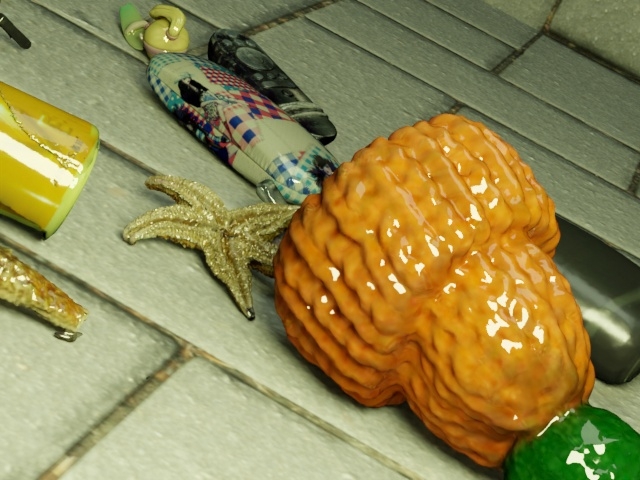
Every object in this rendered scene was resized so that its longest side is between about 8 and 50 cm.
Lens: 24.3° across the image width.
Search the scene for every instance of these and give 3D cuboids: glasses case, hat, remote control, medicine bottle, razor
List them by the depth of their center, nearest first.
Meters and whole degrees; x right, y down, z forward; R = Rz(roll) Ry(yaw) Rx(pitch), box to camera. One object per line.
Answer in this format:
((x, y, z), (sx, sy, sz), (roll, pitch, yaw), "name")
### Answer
((0.137, 0.100, 1.344), (0.285, 0.285, 0.400), (6, 40, -43), "hat")
((-0.332, -0.102, 1.384), (0.239, 0.124, 0.124), (26, 20, -18), "medicine bottle")
((0.275, 0.040, 1.805), (0.349, 0.113, 0.204), (34, 25, 19), "razor")
((-0.093, -0.141, 1.847), (0.125, 0.076, 0.327), (2, 32, -51), "glasses case")
((-0.072, -0.198, 2.047), (0.090, 0.066, 0.266), (-10, 44, -37), "remote control")

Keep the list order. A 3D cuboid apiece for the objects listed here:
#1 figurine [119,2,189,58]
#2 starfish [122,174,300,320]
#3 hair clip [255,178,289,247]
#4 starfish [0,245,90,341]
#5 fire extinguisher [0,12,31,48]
((-0.230, -0.297, 2.071), (0.083, 0.083, 0.187), (16, 13, -25), "figurine")
((-0.090, -0.001, 1.549), (0.240, 0.043, 0.227), (-13, 54, -36), "starfish")
((-0.005, 0.006, 1.658), (0.187, 0.056, 0.146), (37, 20, 1), "hair clip")
((-0.428, -0.045, 1.185), (0.384, 0.132, 0.398), (32, 18, 25), "starfish")
((-0.470, -0.324, 1.855), (0.268, 0.072, 0.089), (35, -11, 21), "fire extinguisher")
